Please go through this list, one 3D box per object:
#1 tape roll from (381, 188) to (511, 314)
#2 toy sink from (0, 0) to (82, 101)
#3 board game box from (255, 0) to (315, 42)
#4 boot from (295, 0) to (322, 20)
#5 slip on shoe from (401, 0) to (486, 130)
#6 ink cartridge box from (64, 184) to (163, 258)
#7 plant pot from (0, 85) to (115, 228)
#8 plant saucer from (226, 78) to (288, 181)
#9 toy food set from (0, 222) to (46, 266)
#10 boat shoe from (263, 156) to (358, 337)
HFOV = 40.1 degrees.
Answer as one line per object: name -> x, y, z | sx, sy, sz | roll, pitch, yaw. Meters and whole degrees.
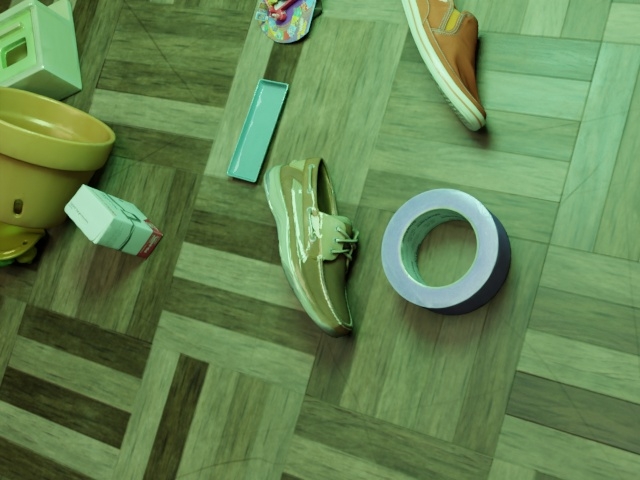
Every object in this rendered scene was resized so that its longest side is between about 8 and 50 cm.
tape roll -> 0.197, 0.019, 1.376 | 0.189, 0.080, 0.188 | -6, 76, 25
toy sink -> -0.617, -0.413, 1.857 | 0.153, 0.131, 0.234 | -19, 69, 21
board game box -> -0.068, -0.451, 1.618 | 0.133, 0.033, 0.168 | 27, 110, 35
boot -> -0.048, -0.460, 1.644 | 0.106, 0.037, 0.114 | -11, 78, 26
slip on shoe -> 0.213, -0.330, 1.438 | 0.101, 0.123, 0.331 | -22, 64, 16
ink cartridge box -> -0.384, -0.033, 1.636 | 0.109, 0.150, 0.063 | 42, 98, 28
plant pot -> -0.568, -0.154, 1.705 | 0.291, 0.291, 0.203 | 30, 109, 29
plant saucer -> -0.113, -0.202, 1.620 | 0.067, 0.018, 0.192 | 16, 84, 29
toy food set -> -0.664, 0.008, 1.817 | 0.218, 0.071, 0.128 | 8, 47, 21
boat shoe -> 0.000, 0.000, 1.458 | 0.116, 0.123, 0.324 | -24, 70, 17
